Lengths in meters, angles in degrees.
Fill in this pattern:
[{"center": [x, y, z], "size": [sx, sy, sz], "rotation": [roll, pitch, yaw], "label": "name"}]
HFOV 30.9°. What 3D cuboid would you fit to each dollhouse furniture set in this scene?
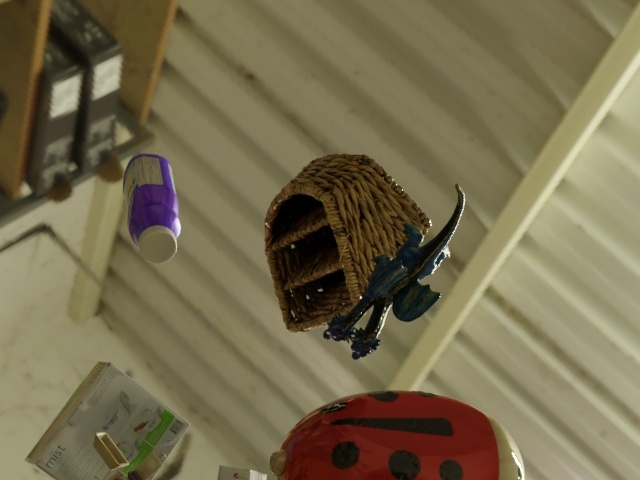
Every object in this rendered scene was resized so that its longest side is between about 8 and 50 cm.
[{"center": [-0.291, 0.316, 1.723], "size": [0.081, 0.091, 0.114], "rotation": [-44, -108, 10], "label": "dollhouse furniture set"}]

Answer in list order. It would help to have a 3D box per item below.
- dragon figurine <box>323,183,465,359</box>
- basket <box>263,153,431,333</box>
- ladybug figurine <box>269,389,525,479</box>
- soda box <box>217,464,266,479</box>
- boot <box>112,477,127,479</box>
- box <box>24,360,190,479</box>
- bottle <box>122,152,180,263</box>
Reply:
[{"center": [0.116, 0.055, 1.598], "size": [0.085, 0.144, 0.289], "rotation": [38, -51, -12], "label": "dragon figurine"}, {"center": [0.000, 0.000, 1.972], "size": [0.213, 0.223, 0.299], "rotation": [46, -25, -11], "label": "basket"}, {"center": [0.139, 0.362, 1.910], "size": [0.305, 0.449, 0.162], "rotation": [-110, -151, -49], "label": "ladybug figurine"}, {"center": [-0.163, 0.508, 2.385], "size": [0.069, 0.074, 0.216], "rotation": [7, -13, 7], "label": "soda box"}, {"center": [-0.365, 0.484, 2.118], "size": [0.037, 0.106, 0.114], "rotation": [33, -63, 25], "label": "boot"}, {"center": [-0.453, 0.429, 2.468], "size": [0.231, 0.262, 0.126], "rotation": [40, -21, -17], "label": "box"}, {"center": [-0.309, -0.056, 2.123], "size": [0.283, 0.092, 0.118], "rotation": [-111, -150, -57], "label": "bottle"}]
